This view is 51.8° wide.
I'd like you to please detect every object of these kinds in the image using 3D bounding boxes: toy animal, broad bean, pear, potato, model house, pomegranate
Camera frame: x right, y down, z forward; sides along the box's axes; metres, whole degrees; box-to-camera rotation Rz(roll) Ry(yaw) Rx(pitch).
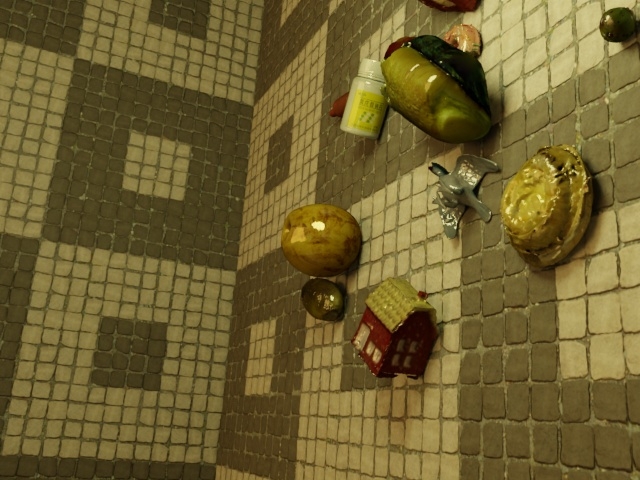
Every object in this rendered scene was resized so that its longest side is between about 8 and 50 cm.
[{"bbox_3d":[0.369,-0.138,1.750,0.255,0.176,0.239,41,128,24],"label":"toy animal"},{"bbox_3d":[0.271,-0.575,2.109,0.228,0.122,0.156,-113,38,-47],"label":"broad bean"},{"bbox_3d":[0.000,0.000,2.297,0.281,0.281,0.280,-169,90,-67],"label":"pear"},{"bbox_3d":[0.004,0.211,2.375,0.251,0.113,0.149,33,106,67],"label":"potato"},{"bbox_3d":[0.218,0.229,1.828,0.254,0.160,0.196,-69,25,17],"label":"model house"},{"bbox_3d":[0.605,-0.448,1.347,0.073,0.073,0.084,157,121,-63],"label":"pomegranate"}]

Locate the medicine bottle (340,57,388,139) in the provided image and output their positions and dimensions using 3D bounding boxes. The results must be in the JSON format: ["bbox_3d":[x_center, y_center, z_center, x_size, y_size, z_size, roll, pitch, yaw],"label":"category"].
[{"bbox_3d":[0.166,-0.489,2.282,0.143,0.143,0.258,-142,66,-64],"label":"medicine bottle"}]

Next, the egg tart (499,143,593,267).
[{"bbox_3d":[0.480,-0.081,1.444,0.279,0.095,0.278,-171,90,-67],"label":"egg tart"}]

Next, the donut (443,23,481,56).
[{"bbox_3d":[0.397,-0.567,1.887,0.166,0.065,0.117,-2,78,65],"label":"donut"}]

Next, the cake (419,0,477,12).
[{"bbox_3d":[0.353,-0.768,1.935,0.283,0.177,0.150,47,123,61],"label":"cake"}]

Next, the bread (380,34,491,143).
[{"bbox_3d":[0.308,-0.406,1.789,0.251,0.208,0.376,65,176,-34],"label":"bread"}]

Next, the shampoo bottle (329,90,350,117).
[{"bbox_3d":[0.099,-0.519,2.530,0.244,0.085,0.085,173,107,-67],"label":"shampoo bottle"}]
